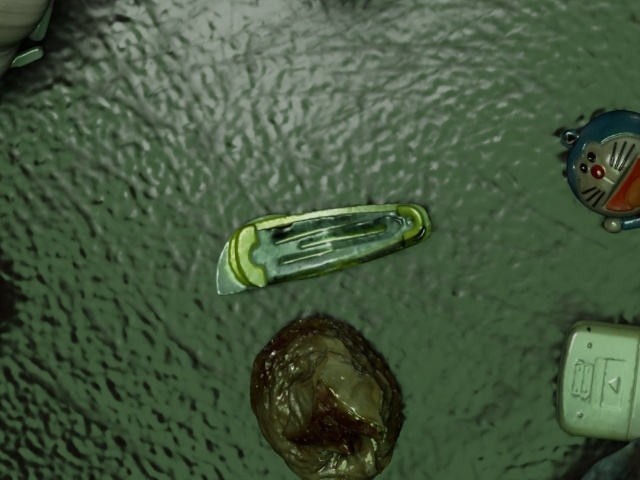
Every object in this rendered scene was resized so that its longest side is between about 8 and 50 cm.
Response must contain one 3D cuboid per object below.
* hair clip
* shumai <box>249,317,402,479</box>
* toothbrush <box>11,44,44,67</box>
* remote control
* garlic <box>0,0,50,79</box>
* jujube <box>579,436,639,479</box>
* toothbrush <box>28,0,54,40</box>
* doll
[{"bbox_3d":[0.000,0.000,1.601,0.188,0.033,0.060,-12,91,8],"label":"hair clip"},{"bbox_3d":[-0.001,0.133,1.588,0.123,0.105,0.139,-25,66,9],"label":"shumai"},{"bbox_3d":[-0.328,-0.125,1.626,0.204,0.022,0.017,-22,108,6],"label":"toothbrush"},{"bbox_3d":[0.312,0.125,1.582,0.233,0.038,0.098,7,95,3],"label":"remote control"},{"bbox_3d":[-0.301,-0.243,1.528,0.207,0.207,0.257,-16,104,6],"label":"garlic"},{"bbox_3d":[0.334,0.295,1.510,0.317,0.226,0.226,36,96,-4],"label":"jujube"},{"bbox_3d":[-0.202,-0.302,1.580,0.020,0.025,0.286,31,112,40],"label":"toothbrush"},{"bbox_3d":[0.262,-0.052,1.552,0.152,0.085,0.114,29,115,-8],"label":"doll"}]
